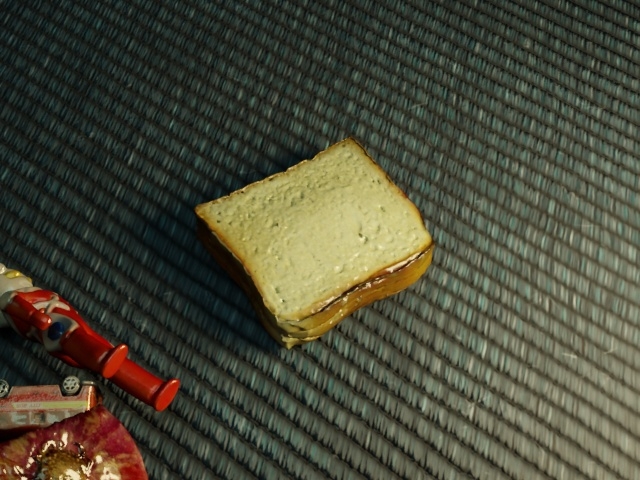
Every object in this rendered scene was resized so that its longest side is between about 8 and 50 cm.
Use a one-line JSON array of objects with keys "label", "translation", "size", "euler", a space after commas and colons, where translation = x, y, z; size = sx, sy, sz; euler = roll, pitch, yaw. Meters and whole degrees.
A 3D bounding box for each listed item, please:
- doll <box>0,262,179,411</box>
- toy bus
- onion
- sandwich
[{"label": "doll", "translation": [-0.373, 0.126, 1.528], "size": [0.384, 0.188, 0.099], "euler": [21, 74, 34]}, {"label": "toy bus", "translation": [-0.395, 0.238, 1.510], "size": [0.174, 0.079, 0.077], "euler": [-3, 65, 0]}, {"label": "onion", "translation": [-0.333, 0.348, 1.348], "size": [0.256, 0.272, 0.230], "euler": [-23, 74, -16]}, {"label": "sandwich", "translation": [0.000, 0.000, 1.644], "size": [0.301, 0.099, 0.271], "euler": [-27, 64, -19]}]
